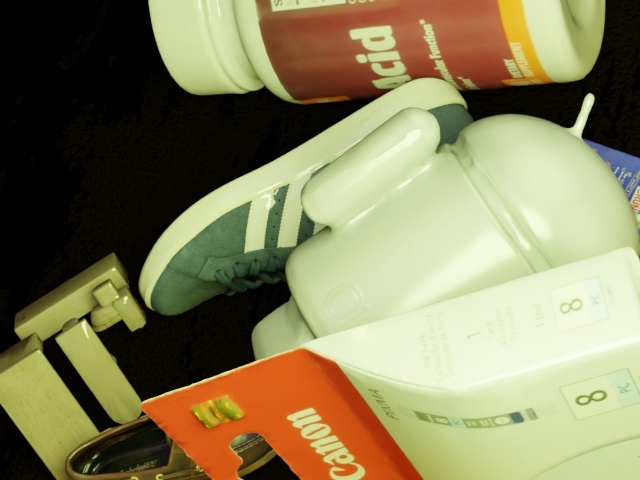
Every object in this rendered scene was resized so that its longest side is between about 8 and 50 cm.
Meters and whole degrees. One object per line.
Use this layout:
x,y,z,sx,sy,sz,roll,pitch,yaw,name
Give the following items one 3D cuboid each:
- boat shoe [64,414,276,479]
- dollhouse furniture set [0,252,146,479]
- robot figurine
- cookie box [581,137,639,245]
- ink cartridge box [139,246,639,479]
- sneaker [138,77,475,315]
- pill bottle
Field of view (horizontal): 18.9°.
-0.125,0.182,1.702,0.207,0.073,0.073,-23,53,7,boat shoe
-0.219,0.118,1.810,0.144,0.123,0.151,-32,18,2,dollhouse furniture set
0.114,0.033,1.575,0.353,0.300,0.200,-36,25,7,robot figurine
0.245,-0.034,1.693,0.107,0.040,0.092,23,71,33,cookie box
0.100,0.167,1.465,0.385,0.308,0.091,-18,54,13,ink cartridge box
0.000,0.000,1.734,0.350,0.131,0.148,-32,72,13,sneaker
0.052,-0.244,1.793,0.392,0.224,0.224,-3,59,22,pill bottle
